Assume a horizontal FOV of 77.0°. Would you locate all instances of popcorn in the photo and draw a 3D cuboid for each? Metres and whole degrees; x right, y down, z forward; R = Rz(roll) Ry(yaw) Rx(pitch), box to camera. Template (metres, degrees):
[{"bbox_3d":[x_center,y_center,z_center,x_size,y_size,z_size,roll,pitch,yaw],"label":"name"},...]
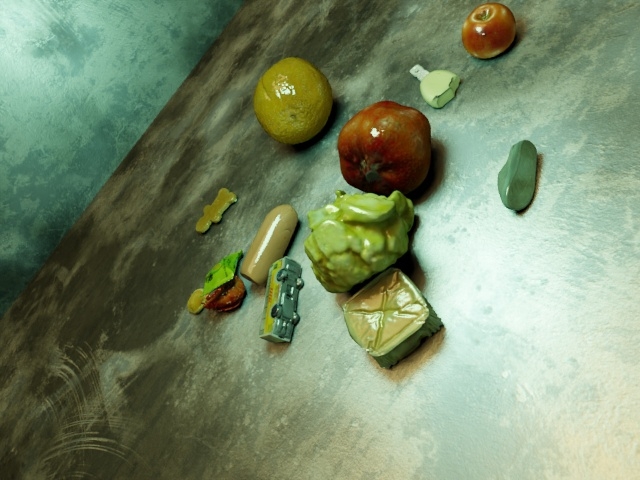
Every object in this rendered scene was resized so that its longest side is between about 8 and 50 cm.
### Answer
[{"bbox_3d":[0.106,-0.001,1.097,0.292,0.294,0.334,5,29,9],"label":"popcorn"}]

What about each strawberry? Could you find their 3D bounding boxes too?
[{"bbox_3d":[-0.345,0.205,1.470,0.188,0.082,0.121,-31,23,27],"label":"strawberry"}]

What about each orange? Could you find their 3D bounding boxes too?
[{"bbox_3d":[-0.110,-0.564,1.625,0.322,0.322,0.357,-29,30,21],"label":"orange"}]

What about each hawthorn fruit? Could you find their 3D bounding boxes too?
[{"bbox_3d":[0.192,-0.283,1.219,0.294,0.295,0.312,-18,49,29],"label":"hawthorn fruit"}]

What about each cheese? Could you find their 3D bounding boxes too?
[{"bbox_3d":[0.386,-0.559,1.402,0.127,0.050,0.256,-37,45,14],"label":"cheese"}]

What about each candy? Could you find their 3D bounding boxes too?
[{"bbox_3d":[-0.362,0.115,1.478,0.149,0.069,0.246,-37,21,10],"label":"candy"}]

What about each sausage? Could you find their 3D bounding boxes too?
[{"bbox_3d":[-0.176,0.011,1.424,0.121,0.121,0.304,9,67,42],"label":"sausage"}]

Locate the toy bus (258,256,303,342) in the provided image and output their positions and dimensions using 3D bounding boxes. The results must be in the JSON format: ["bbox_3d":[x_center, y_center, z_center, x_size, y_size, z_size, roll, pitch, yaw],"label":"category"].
[{"bbox_3d":[-0.127,0.190,1.292,0.106,0.092,0.268,-22,50,39],"label":"toy bus"}]

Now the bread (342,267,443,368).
[{"bbox_3d":[0.176,0.196,1.022,0.210,0.109,0.192,-43,50,8],"label":"bread"}]

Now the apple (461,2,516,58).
[{"bbox_3d":[0.538,-0.674,1.293,0.163,0.139,0.164,-22,48,26],"label":"apple"}]

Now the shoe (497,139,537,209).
[{"bbox_3d":[0.501,-0.163,1.040,0.078,0.079,0.195,156,133,-74],"label":"shoe"}]

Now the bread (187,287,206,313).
[{"bbox_3d":[-0.487,0.239,1.591,0.110,0.024,0.110,-20,51,27],"label":"bread"}]

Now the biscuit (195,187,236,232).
[{"bbox_3d":[-0.477,-0.131,1.827,0.240,0.035,0.158,-50,41,-1],"label":"biscuit"}]
